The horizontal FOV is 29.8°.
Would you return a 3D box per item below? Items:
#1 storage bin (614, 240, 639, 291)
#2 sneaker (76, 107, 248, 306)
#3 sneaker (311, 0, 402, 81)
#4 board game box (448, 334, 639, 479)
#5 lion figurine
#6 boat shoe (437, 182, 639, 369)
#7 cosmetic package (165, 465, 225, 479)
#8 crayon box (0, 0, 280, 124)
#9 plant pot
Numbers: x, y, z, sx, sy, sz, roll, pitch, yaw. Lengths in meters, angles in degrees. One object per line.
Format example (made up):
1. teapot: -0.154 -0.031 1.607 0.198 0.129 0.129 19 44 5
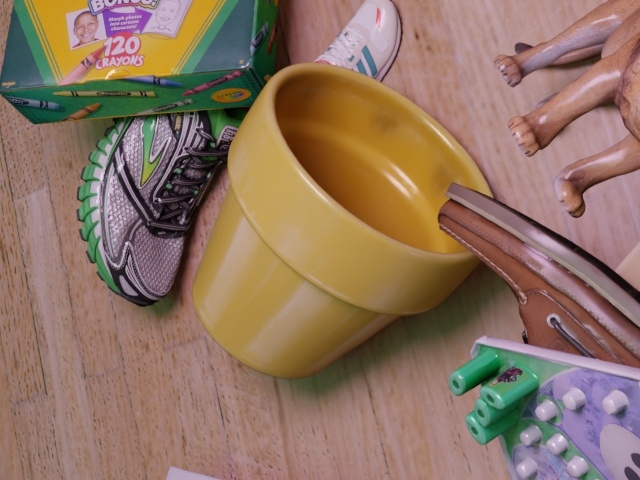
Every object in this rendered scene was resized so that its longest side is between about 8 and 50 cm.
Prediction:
1. storage bin: 0.341 0.115 0.991 0.260 0.123 0.262 46 108 27
2. sneaker: -0.164 -0.096 1.319 0.146 0.134 0.343 10 90 32
3. sneaker: 0.026 -0.182 1.244 0.057 0.075 0.161 34 103 30
4. board game box: 0.273 0.276 0.862 0.390 0.050 0.390 8 122 57
5. lion figurine: 0.275 -0.147 0.975 0.240 0.142 0.392 -32 25 17
6. boat shoe: 0.200 0.065 0.945 0.307 0.111 0.104 37 103 30
7. cosmetic package: -0.073 0.306 1.204 0.231 0.085 0.117 3 71 49
8. crayon box: -0.184 -0.220 1.257 0.278 0.081 0.165 -3 67 16
9. plant pot: 0.000 0.000 1.155 0.254 0.254 0.239 55 126 24
